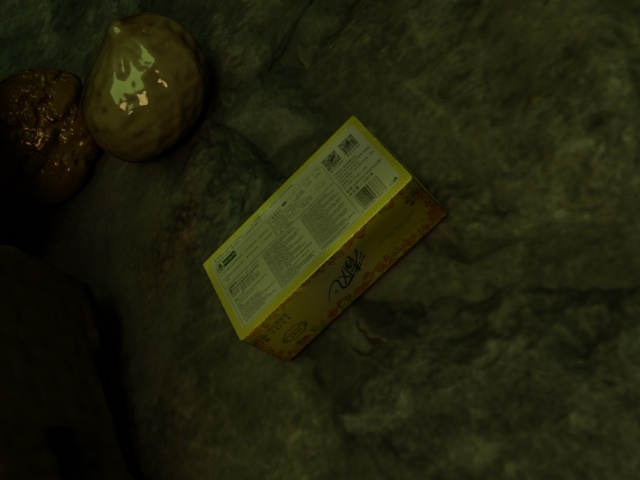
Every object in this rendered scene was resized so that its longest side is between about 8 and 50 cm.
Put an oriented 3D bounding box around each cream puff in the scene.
[{"bbox_3d":[-0.349,-0.127,0.853,0.189,0.129,0.189,-16,56,26],"label":"cream puff"}]

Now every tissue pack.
[{"bbox_3d":[0.000,0.000,0.571,0.176,0.062,0.095,-45,46,9],"label":"tissue pack"}]

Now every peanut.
[{"bbox_3d":[-0.186,-0.160,0.765,0.141,0.109,0.159,15,88,51],"label":"peanut"}]

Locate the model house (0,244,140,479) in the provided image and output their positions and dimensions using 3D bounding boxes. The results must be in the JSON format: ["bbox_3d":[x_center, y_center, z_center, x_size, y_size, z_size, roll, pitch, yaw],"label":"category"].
[{"bbox_3d":[-0.338,0.227,0.561,0.382,0.334,0.342,-27,71,5],"label":"model house"}]
